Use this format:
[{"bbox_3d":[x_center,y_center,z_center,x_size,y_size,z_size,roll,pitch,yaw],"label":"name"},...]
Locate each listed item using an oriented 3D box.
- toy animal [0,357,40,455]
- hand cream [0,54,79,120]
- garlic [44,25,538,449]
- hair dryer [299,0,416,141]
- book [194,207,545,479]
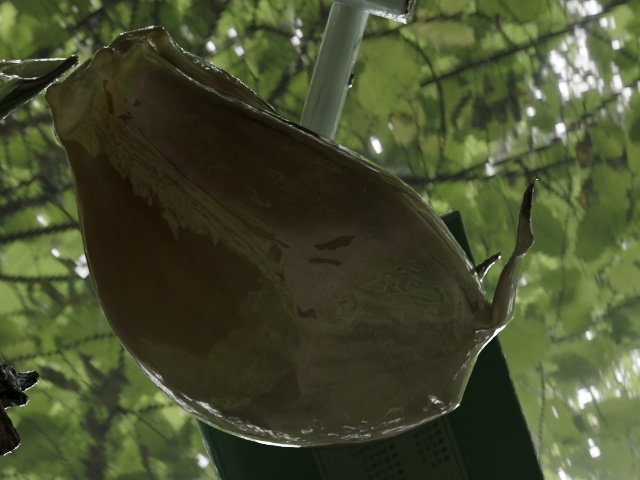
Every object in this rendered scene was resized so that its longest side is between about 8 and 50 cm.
[{"bbox_3d":[-0.279,0.069,1.232,0.070,0.105,0.202,-16,-88,-3],"label":"toy animal"},{"bbox_3d":[-0.144,-0.040,0.510,0.143,0.039,0.061,-2,-151,42],"label":"hand cream"},{"bbox_3d":[0.000,0.000,1.034,0.340,0.231,0.245,20,-67,24],"label":"garlic"},{"bbox_3d":[0.006,-0.169,1.381,0.131,0.236,0.073,17,-152,5],"label":"hair dryer"},{"bbox_3d":[0.055,0.194,1.240,0.264,0.031,0.379,-22,-76,-17],"label":"book"}]
